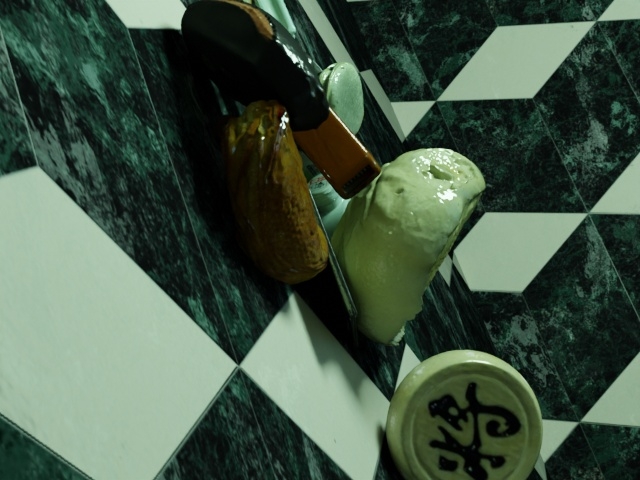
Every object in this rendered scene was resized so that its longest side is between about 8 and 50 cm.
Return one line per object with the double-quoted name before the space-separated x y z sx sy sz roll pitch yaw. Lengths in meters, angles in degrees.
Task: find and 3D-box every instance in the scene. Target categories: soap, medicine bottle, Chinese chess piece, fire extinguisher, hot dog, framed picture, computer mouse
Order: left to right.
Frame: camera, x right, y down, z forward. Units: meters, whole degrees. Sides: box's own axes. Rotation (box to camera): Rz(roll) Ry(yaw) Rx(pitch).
"fire extinguisher" -0.114 -0.130 1.544 0.064 0.043 0.158 19 -23 41
"computer mouse" -0.092 -0.276 1.491 0.323 0.116 0.183 37 -12 42
"soap" -0.116 -0.491 2.092 0.114 0.063 0.198 102 -32 -70
"hot dog" -0.070 -0.060 1.423 0.196 0.122 0.272 -98 175 -50
"framed picture" 0.000 0.000 1.652 0.255 0.014 0.339 80 -10 -72
"medicine bottle" 0.051 -0.028 1.904 0.229 0.083 0.121 57 22 -34
"Chinese chess piece" 0.235 0.308 1.625 0.257 0.257 0.104 64 -6 -2

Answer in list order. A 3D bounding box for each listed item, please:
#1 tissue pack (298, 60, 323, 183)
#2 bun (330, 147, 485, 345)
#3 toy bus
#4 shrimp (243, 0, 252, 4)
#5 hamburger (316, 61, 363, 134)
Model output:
"tissue pack" -0.030 -0.241 1.848 0.229 0.145 0.159 48 21 -49
"bun" 0.132 -0.008 1.740 0.202 0.364 0.364 28 11 7
"toy bus" -0.057 -0.246 1.661 0.409 0.093 0.092 50 3 12
"shrimp" -0.178 -0.523 2.021 0.184 0.043 0.091 67 17 7
"hamburger" 0.029 -0.247 1.779 0.133 0.062 0.140 -35 120 -54
